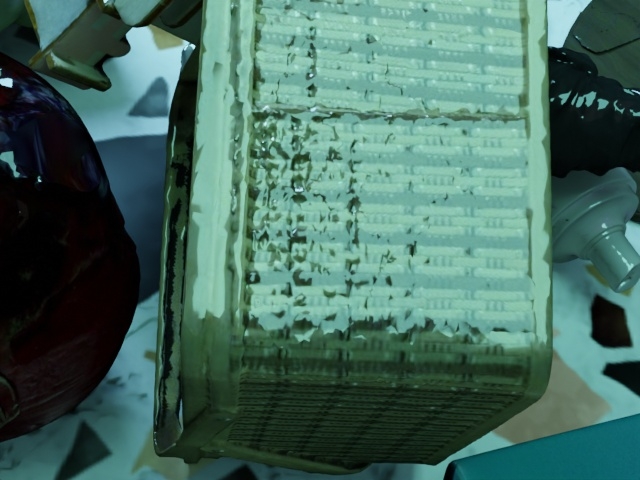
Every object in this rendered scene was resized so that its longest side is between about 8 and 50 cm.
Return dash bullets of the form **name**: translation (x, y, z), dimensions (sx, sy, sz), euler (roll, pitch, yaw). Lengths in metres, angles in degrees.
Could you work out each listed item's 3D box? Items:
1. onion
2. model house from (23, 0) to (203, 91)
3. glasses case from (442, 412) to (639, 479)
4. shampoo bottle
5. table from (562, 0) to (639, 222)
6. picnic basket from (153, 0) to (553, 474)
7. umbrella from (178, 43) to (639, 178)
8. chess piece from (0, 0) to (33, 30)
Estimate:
- **onion**: translation (-0.231, 0.004, 0.729), dimensions (0.281, 0.221, 0.281), euler (32, 48, -45)
- **model house**: translation (0.000, -0.198, 0.847), dimensions (0.244, 0.326, 0.169), euler (18, 37, -55)
- **glasses case**: translation (0.228, 0.167, 0.876), dimensions (0.301, 0.070, 0.117), euler (-10, 51, -22)
- **shampoo bottle**: translation (0.142, -0.088, 1.025), dimensions (0.092, 0.092, 0.303), euler (-18, 61, -28)
- **table**: translation (0.338, -0.169, 1.046), dimensions (0.317, 0.249, 0.317), euler (9, 51, -11)
- **picnic basket**: translation (0.000, 0.000, 0.749), dimensions (0.175, 0.313, 0.228), euler (3, 74, -5)
- **umbrella**: translation (0.075, -0.090, 0.955), dimensions (0.357, 0.106, 0.113), euler (9, 82, 11)
- **chess piece**: translation (-0.332, -0.183, 0.874), dimensions (0.442, 0.234, 0.234), euler (-19, 61, -34)
